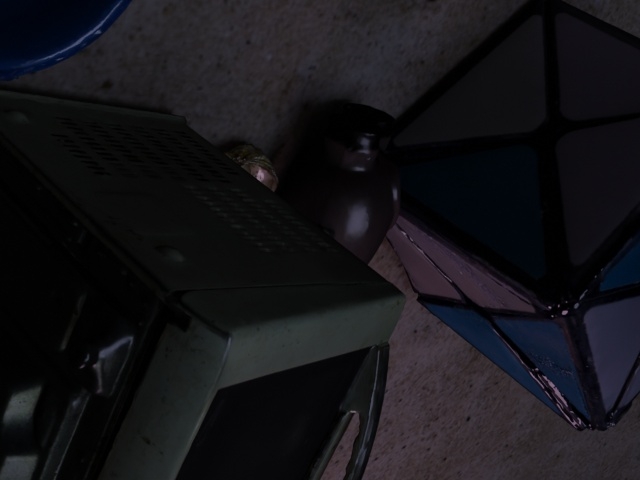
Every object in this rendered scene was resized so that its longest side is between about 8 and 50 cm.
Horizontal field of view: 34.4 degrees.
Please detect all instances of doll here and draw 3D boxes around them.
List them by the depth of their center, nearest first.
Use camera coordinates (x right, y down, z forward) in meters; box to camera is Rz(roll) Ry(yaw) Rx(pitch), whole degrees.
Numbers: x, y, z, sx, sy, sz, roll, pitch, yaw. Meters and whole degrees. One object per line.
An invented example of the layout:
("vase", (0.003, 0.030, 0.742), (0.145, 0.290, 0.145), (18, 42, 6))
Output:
("doll", (0.002, -0.001, 0.998), (0.257, 0.117, 0.182), (-67, 171, 23))

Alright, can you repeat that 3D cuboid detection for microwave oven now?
("microwave oven", (-0.175, 0.137, 0.757), (0.247, 0.333, 0.394), (0, 121, -52))

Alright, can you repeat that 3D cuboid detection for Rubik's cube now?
("Rubik's cube", (0.266, -0.024, 1.116), (0.310, 0.305, 0.307), (-42, 144, -11))

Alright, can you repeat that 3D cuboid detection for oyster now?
("oyster", (-0.076, -0.059, 0.958), (0.080, 0.038, 0.083), (4, 145, -39))

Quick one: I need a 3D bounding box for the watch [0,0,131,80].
("watch", (-0.195, -0.190, 0.595), (0.196, 0.171, 0.200), (-23, 150, -16))
